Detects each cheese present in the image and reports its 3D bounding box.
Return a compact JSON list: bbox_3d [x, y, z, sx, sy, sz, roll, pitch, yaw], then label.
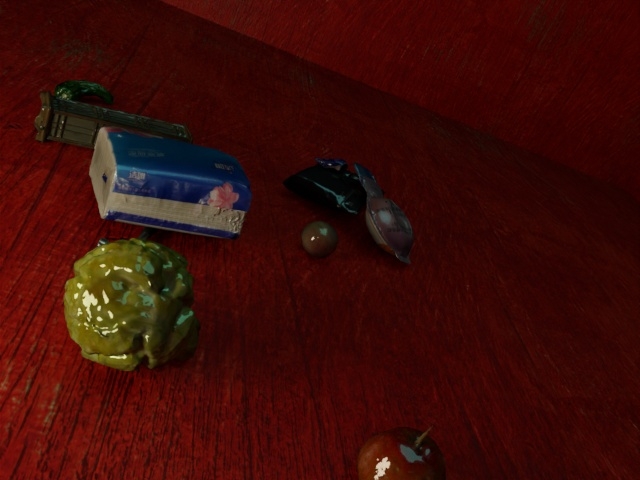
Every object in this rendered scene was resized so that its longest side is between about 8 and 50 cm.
[{"bbox_3d":[0.154,-0.069,1.605,0.189,0.074,0.286,18,45,-58],"label":"cheese"}]

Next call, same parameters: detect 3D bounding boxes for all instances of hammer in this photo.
[{"bbox_3d":[-0.316,-0.014,1.218,0.103,0.029,0.246,25,24,-1],"label":"hammer"}]

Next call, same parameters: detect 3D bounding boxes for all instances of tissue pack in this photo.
[{"bbox_3d":[-0.286,-0.114,1.253,0.269,0.137,0.209,11,28,-31],"label":"tissue pack"}]

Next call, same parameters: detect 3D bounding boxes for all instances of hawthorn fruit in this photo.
[{"bbox_3d":[0.113,0.310,0.899,0.125,0.140,0.125,12,-5,1],"label":"hawthorn fruit"}]

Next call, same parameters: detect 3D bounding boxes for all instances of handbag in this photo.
[{"bbox_3d":[0.042,-0.137,1.698,0.211,0.089,0.254,23,23,13],"label":"handbag"}]

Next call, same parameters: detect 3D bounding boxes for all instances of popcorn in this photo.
[{"bbox_3d":[-0.254,0.100,0.920,0.212,0.198,0.198,37,10,-50],"label":"popcorn"}]

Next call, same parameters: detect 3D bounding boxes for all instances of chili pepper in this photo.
[{"bbox_3d":[-0.585,-0.358,1.591,0.073,0.050,0.182,25,22,15],"label":"chili pepper"}]

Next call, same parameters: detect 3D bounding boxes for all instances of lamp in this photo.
[{"bbox_3d":[-0.452,-0.240,1.446,0.325,0.089,0.090,9,32,-29],"label":"lamp"}]

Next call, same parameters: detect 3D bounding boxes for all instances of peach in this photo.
[{"bbox_3d":[-0.002,-0.001,1.415,0.083,0.083,0.083,21,26,-11],"label":"peach"}]

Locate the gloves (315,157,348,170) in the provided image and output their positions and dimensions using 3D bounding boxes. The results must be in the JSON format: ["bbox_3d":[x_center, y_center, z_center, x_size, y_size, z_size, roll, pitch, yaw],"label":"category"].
[{"bbox_3d":[0.027,-0.204,1.712,0.086,0.026,0.064,23,24,40],"label":"gloves"}]
